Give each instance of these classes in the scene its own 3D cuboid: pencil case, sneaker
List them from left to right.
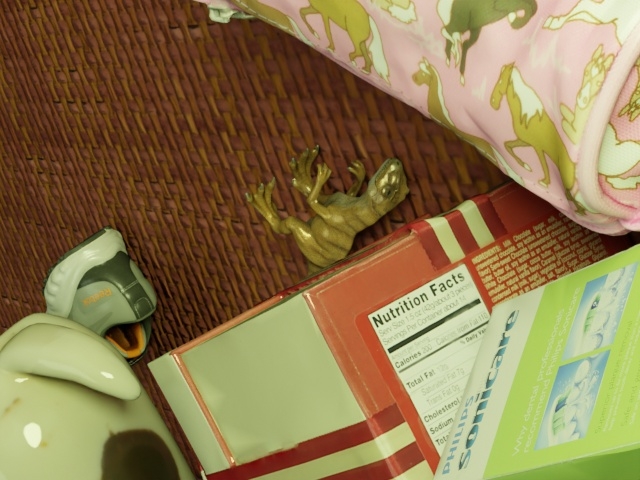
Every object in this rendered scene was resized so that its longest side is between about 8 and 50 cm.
[{"bbox_3d":[-0.227,0.099,1.576,0.108,0.100,0.271,47,149,13],"label":"sneaker"},{"bbox_3d":[0.065,-0.146,0.823,0.386,0.160,0.167,34,150,39],"label":"pencil case"}]

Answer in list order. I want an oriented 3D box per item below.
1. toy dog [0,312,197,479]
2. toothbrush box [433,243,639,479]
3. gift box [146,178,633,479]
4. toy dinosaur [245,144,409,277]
[{"bbox_3d":[-0.176,0.266,1.443,0.408,0.284,0.395,44,126,-3],"label":"toy dog"},{"bbox_3d":[0.215,0.095,0.741,0.206,0.122,0.283,28,154,-14],"label":"toothbrush box"},{"bbox_3d":[0.065,0.131,0.972,0.258,0.255,0.276,-27,86,60],"label":"gift box"},{"bbox_3d":[0.000,0.000,1.156,0.112,0.064,0.211,51,150,15],"label":"toy dinosaur"}]
